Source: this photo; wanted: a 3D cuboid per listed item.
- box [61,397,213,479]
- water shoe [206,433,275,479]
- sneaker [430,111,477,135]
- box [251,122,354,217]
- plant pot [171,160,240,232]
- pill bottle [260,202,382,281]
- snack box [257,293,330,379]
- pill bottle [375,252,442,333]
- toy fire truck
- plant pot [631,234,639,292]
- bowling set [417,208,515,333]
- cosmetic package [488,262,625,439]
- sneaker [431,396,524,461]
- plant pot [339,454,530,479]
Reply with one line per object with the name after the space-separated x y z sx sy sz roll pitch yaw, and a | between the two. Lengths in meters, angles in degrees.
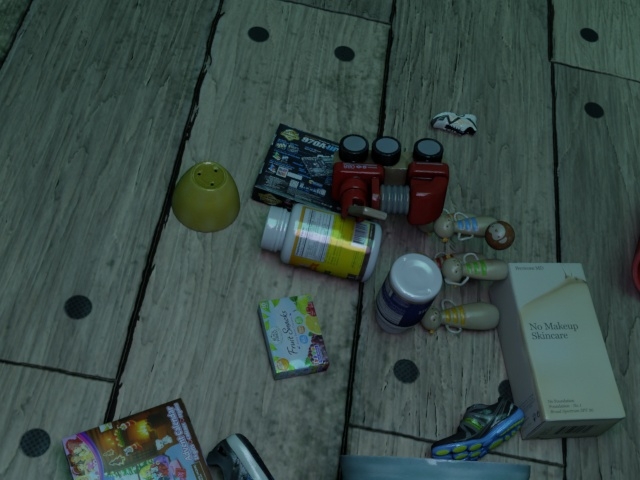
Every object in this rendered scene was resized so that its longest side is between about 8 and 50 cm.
-0.262 0.414 1.339 0.200 0.057 0.293 -17 64 -20 | box
-0.108 0.411 1.381 0.080 0.073 0.203 -35 69 0 | water shoe
0.294 -0.253 1.882 0.109 0.040 0.044 -1 61 -12 | sneaker
-0.009 -0.127 1.731 0.220 0.051 0.175 18 57 0 | box
-0.215 -0.096 1.642 0.134 0.095 0.134 5 58 -9 | plant pot
0.000 0.000 1.616 0.214 0.117 0.117 14 57 -3 | pill bottle
-0.050 0.172 1.546 0.100 0.037 0.141 -9 61 -15 | snack box
0.153 0.103 1.553 0.094 0.169 0.094 5 59 -9 | pill bottle
0.128 -0.083 1.570 0.217 0.159 0.246 3 47 0 | toy fire truck
0.770 -0.018 1.722 0.274 0.275 0.243 20 48 0 | plant pot
0.263 0.014 1.623 0.154 0.200 0.287 0 55 -11 | bowling set
0.429 0.200 1.588 0.160 0.113 0.310 -1 60 -12 | cosmetic package
0.268 0.334 1.508 0.188 0.067 0.078 -24 45 -22 | sneaker
0.171 0.433 1.305 0.293 0.293 0.196 5 74 -9 | plant pot
